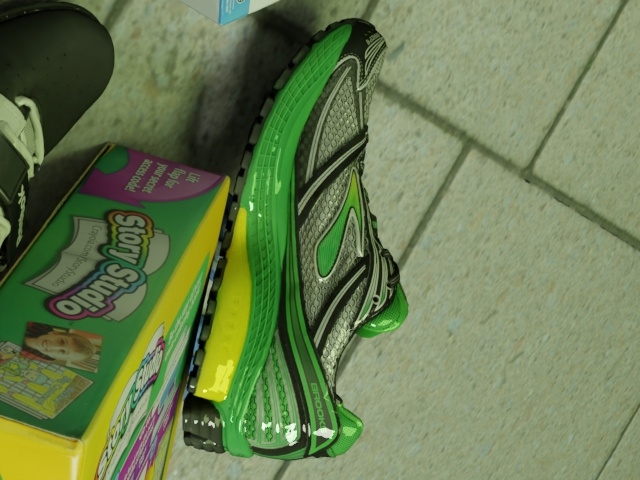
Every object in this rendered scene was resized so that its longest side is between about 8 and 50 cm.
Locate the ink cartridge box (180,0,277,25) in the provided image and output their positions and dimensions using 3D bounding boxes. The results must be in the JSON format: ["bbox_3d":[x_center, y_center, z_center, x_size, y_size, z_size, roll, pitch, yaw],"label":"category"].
[{"bbox_3d":[-0.040,-0.216,1.163,0.122,0.052,0.088,-29,139,-37],"label":"ink cartridge box"}]

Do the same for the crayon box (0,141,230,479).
[{"bbox_3d":[-0.172,0.150,1.095,0.363,0.106,0.313,-69,173,-63],"label":"crayon box"}]

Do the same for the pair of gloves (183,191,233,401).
[{"bbox_3d":[-0.093,0.047,1.351,0.198,0.023,0.159,-53,149,-7],"label":"pair of gloves"}]

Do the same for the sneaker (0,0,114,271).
[{"bbox_3d":[-0.224,-0.017,0.998,0.330,0.146,0.122,-43,144,-26],"label":"sneaker"}]

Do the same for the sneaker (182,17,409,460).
[{"bbox_3d":[0.000,0.000,1.245,0.134,0.146,0.343,119,-16,-81],"label":"sneaker"}]
